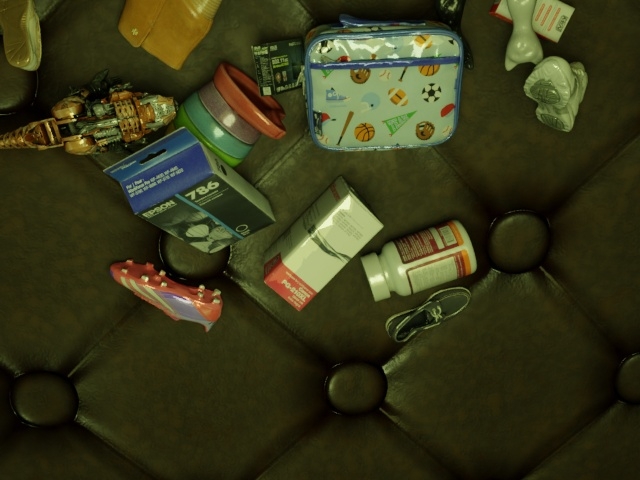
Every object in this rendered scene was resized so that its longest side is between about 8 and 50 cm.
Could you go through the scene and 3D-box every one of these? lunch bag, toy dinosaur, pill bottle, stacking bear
[{"bbox_3d":[0.107,-0.293,1.126,0.303,0.115,0.243,-3,125,-1],"label":"lunch bag"},{"bbox_3d":[-0.417,-0.219,1.082,0.322,0.218,0.164,8,108,-6],"label":"toy dinosaur"},{"bbox_3d":[0.203,0.046,1.269,0.221,0.121,0.121,-19,108,2],"label":"pill bottle"},{"bbox_3d":[-0.222,-0.178,1.149,0.164,0.175,0.289,40,109,-22],"label":"stacking bear"}]

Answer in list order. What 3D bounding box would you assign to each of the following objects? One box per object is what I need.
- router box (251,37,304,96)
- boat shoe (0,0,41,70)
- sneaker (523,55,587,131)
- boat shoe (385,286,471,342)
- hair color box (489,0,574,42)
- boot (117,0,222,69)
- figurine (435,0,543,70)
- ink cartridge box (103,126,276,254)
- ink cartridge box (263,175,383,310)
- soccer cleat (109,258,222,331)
[{"bbox_3d":[-0.073,-0.325,1.130,0.038,0.122,0.092,2,112,31],"label":"router box"},{"bbox_3d":[-0.543,-0.391,1.101,0.063,0.059,0.170,-4,87,3],"label":"boat shoe"},{"bbox_3d":[0.460,-0.305,1.160,0.090,0.232,0.115,28,89,27],"label":"sneaker"},{"bbox_3d":[0.245,0.170,1.342,0.206,0.065,0.075,-25,108,3],"label":"boat shoe"},{"bbox_3d":[0.409,-0.445,1.172,0.141,0.043,0.072,22,105,-10],"label":"hair color box"},{"bbox_3d":[-0.315,-0.469,1.078,0.295,0.104,0.211,45,116,-1],"label":"boot"},{"bbox_3d":[0.314,-0.417,1.122,0.215,0.092,0.209,5,118,25],"label":"figurine"},{"bbox_3d":[-0.222,-0.074,1.103,0.165,0.333,0.065,-26,65,12],"label":"ink cartridge box"},{"bbox_3d":[0.000,0.000,1.210,0.100,0.172,0.237,42,100,-16],"label":"ink cartridge box"},{"bbox_3d":[-0.328,0.118,1.272,0.248,0.083,0.095,20,109,-14],"label":"soccer cleat"}]
